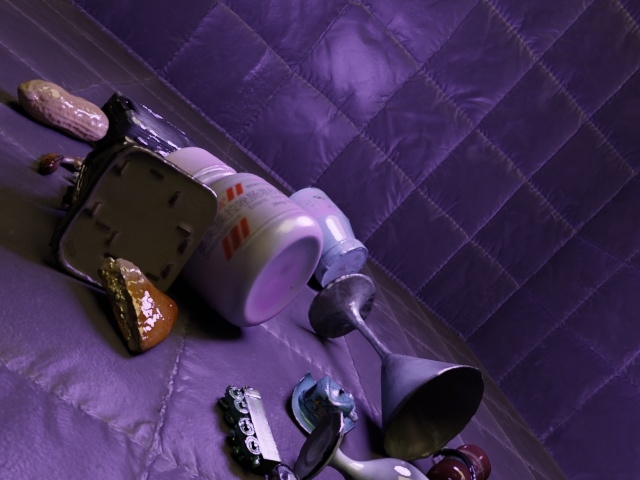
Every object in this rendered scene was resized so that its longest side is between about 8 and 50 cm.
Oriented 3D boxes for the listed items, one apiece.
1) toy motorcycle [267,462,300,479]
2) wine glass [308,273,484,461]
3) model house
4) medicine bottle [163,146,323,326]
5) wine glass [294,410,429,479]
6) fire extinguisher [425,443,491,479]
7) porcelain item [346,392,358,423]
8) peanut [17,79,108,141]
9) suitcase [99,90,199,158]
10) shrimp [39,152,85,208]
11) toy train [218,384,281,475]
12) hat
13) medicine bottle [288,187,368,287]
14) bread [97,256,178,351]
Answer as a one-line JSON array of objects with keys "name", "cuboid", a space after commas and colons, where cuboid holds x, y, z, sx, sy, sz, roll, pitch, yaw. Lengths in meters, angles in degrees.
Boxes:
[{"name": "toy motorcycle", "cuboid": [-0.025, 0.353, 0.635, 0.106, 0.074, 0.190, 50, 6, -14]}, {"name": "wine glass", "cuboid": [0.151, 0.264, 1.243, 0.267, 0.267, 0.406, 34, 10, -43]}, {"name": "model house", "cuboid": [-0.339, -0.063, 0.906, 0.204, 0.218, 0.278, 36, -2, -40]}, {"name": "medicine bottle", "cuboid": [-0.183, -0.017, 1.051, 0.324, 0.256, 0.256, 39, 7, 23]}, {"name": "wine glass", "cuboid": [0.083, 0.377, 0.809, 0.241, 0.126, 0.126, 40, 9, -8]}, {"name": "fire extinguisher", "cuboid": [0.284, 0.510, 1.159, 0.141, 0.105, 0.341, 5, -9, 28]}, {"name": "porcelain item", "cuboid": [0.061, 0.352, 1.114, 0.036, 0.028, 0.083, 43, 10, -16]}, {"name": "peanut", "cuboid": [-0.567, -0.289, 1.179, 0.099, 0.090, 0.214, 60, 14, 22]}, {"name": "suitcase", "cuboid": [-0.434, -0.243, 1.407, 0.312, 0.128, 0.202, 33, 13, -46]}, {"name": "shrimp", "cuboid": [-0.456, -0.120, 1.013, 0.173, 0.058, 0.253, 35, 9, -4]}, {"name": "toy train", "cuboid": [-0.102, 0.270, 0.770, 0.071, 0.038, 0.148, 36, 12, -35]}, {"name": "hat", "cuboid": [0.018, 0.303, 1.001, 0.138, 0.078, 0.191, 47, 10, 11]}, {"name": "medicine bottle", "cuboid": [0.000, 0.000, 1.813, 0.290, 0.245, 0.245, 49, 11, 27]}, {"name": "bread", "cuboid": [-0.261, 0.107, 0.779, 0.154, 0.054, 0.136, 47, 15, -37]}]
